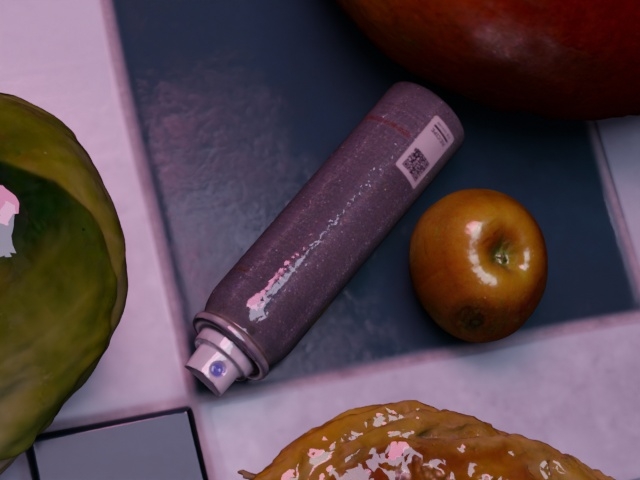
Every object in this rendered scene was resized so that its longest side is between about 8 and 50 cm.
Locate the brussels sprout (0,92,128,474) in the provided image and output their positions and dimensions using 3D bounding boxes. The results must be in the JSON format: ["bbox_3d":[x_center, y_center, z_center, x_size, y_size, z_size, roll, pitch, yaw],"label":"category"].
[{"bbox_3d":[-0.240,0.031,1.136,0.220,0.210,0.271,9,86,-5],"label":"brussels sprout"}]

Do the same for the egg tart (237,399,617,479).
[{"bbox_3d":[0.068,0.272,1.148,0.339,0.153,0.351,42,68,3],"label":"egg tart"}]

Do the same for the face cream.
[{"bbox_3d":[0.000,0.000,1.264,0.073,0.073,0.283,40,68,2],"label":"face cream"}]

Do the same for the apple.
[{"bbox_3d":[0.117,0.018,1.270,0.099,0.102,0.114,4,72,-14],"label":"apple"}]

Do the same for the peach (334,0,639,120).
[{"bbox_3d":[0.190,-0.269,1.276,0.406,0.310,0.335,12,67,-9],"label":"peach"}]
